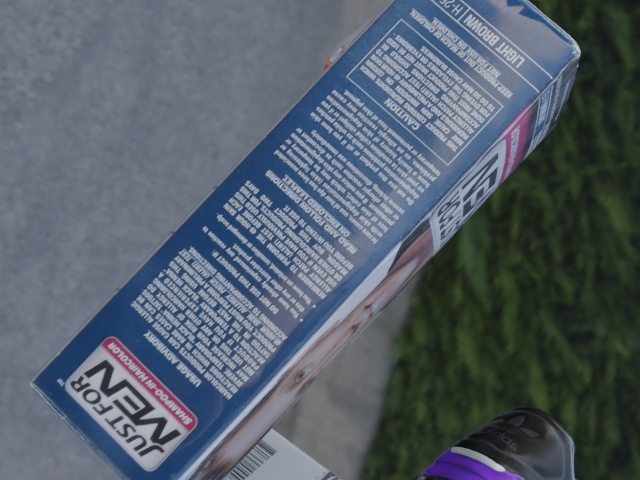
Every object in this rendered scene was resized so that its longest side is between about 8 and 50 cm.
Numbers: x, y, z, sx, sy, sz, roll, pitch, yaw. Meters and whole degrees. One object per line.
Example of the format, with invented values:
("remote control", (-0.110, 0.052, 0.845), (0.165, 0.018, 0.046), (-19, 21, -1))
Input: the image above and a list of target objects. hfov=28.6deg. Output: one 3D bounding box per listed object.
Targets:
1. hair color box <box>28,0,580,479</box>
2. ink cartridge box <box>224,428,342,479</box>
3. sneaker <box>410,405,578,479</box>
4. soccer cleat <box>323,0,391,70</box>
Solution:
("hair color box", (0.000, 0.000, 0.772), (0.347, 0.105, 0.174), (-46, 169, -3))
("ink cartridge box", (-0.060, 0.296, 1.149), (0.197, 0.273, 0.114), (-39, 136, -23))
("sneaker", (0.130, 0.210, 0.694), (0.146, 0.102, 0.293), (-44, 130, -30))
("soccer cleat", (0.078, -0.196, 1.141), (0.196, 0.068, 0.076), (-24, -160, 50))
